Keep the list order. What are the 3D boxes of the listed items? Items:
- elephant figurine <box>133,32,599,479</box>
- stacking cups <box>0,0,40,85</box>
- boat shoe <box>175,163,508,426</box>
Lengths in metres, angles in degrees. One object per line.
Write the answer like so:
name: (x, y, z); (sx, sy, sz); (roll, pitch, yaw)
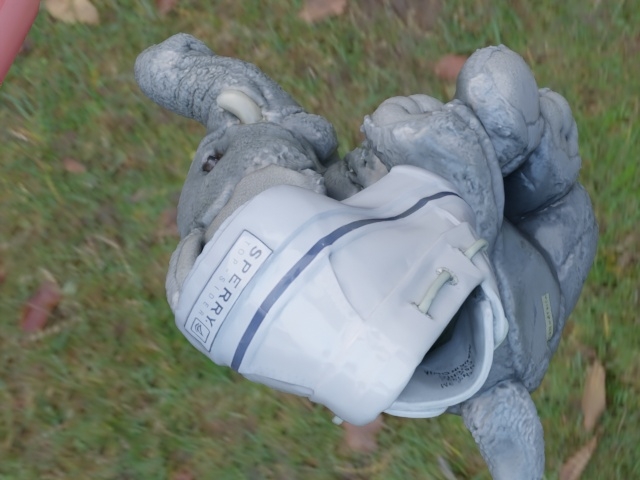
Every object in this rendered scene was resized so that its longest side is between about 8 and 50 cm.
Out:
elephant figurine: (0.000, 0.000, 0.825); (0.239, 0.169, 0.186); (-4, 33, 31)
stacking cups: (-0.153, 0.039, 0.373); (0.096, 0.096, 0.316); (11, 58, 11)
boat shoe: (0.023, 0.028, 0.574); (0.076, 0.226, 0.083); (38, 106, 13)
